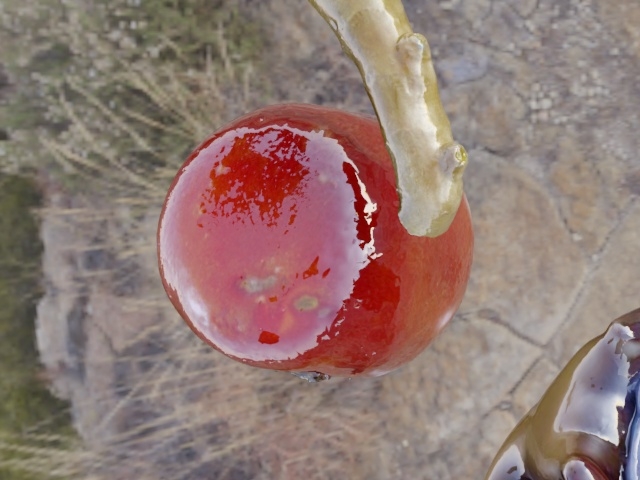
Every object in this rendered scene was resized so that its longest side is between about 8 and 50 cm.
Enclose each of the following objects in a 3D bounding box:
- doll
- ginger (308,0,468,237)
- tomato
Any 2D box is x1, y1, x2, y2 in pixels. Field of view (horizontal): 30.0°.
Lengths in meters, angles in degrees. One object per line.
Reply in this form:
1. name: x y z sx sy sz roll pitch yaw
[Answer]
1. doll: 0.291 0.227 0.918 0.318 0.339 0.209 -53 12 12
2. ginger: 0.059 -0.146 1.035 0.118 0.065 0.299 -31 77 58
3. tomato: 0.000 0.000 1.295 0.325 0.293 0.290 19 98 39
